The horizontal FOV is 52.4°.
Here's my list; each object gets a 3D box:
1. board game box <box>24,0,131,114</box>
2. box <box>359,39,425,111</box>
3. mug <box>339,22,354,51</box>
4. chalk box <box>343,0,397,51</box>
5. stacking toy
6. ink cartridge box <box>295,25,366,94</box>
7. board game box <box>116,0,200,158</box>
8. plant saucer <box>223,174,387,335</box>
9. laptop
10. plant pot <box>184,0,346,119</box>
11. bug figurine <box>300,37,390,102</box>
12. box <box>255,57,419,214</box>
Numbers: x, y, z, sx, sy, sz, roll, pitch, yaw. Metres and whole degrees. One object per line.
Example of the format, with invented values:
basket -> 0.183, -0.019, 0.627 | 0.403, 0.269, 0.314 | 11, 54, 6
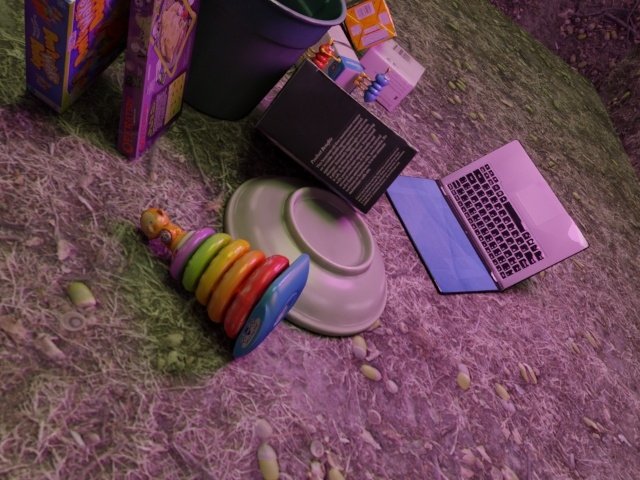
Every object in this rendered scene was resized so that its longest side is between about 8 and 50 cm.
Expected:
board game box -> -0.383, -0.385, 1.083 | 0.078, 0.347, 0.233 | 37, 64, -9
box -> 0.209, -0.527, 2.032 | 0.181, 0.119, 0.182 | 40, 37, -6
mug -> 0.016, -0.610, 1.948 | 0.150, 0.113, 0.169 | -3, 61, -39
chalk box -> 0.138, -0.667, 1.971 | 0.213, 0.132, 0.132 | -93, 161, -66
stacking toy -> -0.186, 0.038, 1.099 | 0.302, 0.175, 0.166 | 35, 33, 7
ink cartridge box -> 0.018, -0.482, 1.781 | 0.086, 0.148, 0.203 | 6, 51, -41
board game box -> -0.291, -0.344, 1.192 | 0.056, 0.347, 0.208 | 19, 37, -1
plant saucer -> 0.000, 0.000, 1.335 | 0.400, 0.100, 0.400 | 26, 39, -24
laptop -> 0.430, -0.080, 1.719 | 0.382, 0.408, 0.236 | 65, 7, 26
plant pot -> -0.174, -0.468, 1.429 | 0.341, 0.334, 0.341 | 25, 40, -23
bug figurine -> 0.045, -0.385, 1.662 | 0.279, 0.216, 0.072 | 15, 33, -37
box -> 0.026, -0.230, 1.431 | 0.294, 0.182, 0.296 | 39, 7, -8
